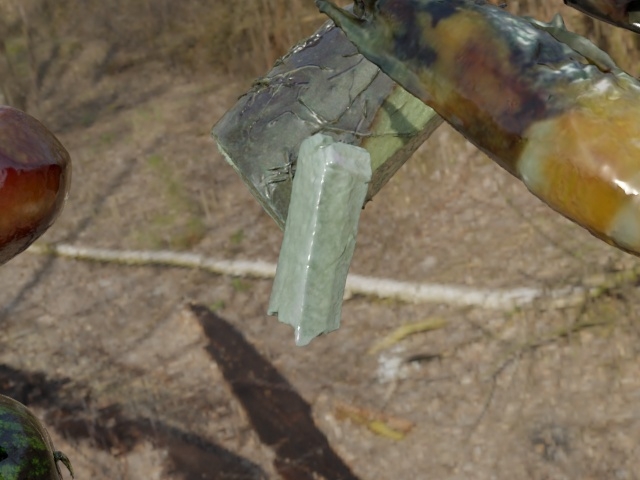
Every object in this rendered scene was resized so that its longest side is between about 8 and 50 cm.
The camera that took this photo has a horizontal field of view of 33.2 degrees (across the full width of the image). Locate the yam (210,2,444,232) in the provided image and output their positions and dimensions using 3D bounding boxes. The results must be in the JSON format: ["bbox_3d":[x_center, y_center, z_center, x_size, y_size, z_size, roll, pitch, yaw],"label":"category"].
[{"bbox_3d":[0.018,-0.140,1.238,0.271,0.201,0.202,-39,-11,-8],"label":"yam"}]

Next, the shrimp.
[{"bbox_3d":[0.177,-0.133,0.729,0.445,0.085,0.272,33,52,22],"label":"shrimp"}]

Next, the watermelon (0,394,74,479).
[{"bbox_3d":[-0.485,0.334,1.489,0.269,0.268,0.269,-12,21,4],"label":"watermelon"}]

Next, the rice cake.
[{"bbox_3d":[0.000,-0.001,1.069,0.069,0.206,0.063,7,4,-40],"label":"rice cake"}]

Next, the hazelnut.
[{"bbox_3d":[-0.354,-0.057,1.135,0.178,0.178,0.204,-25,33,-28],"label":"hazelnut"}]
